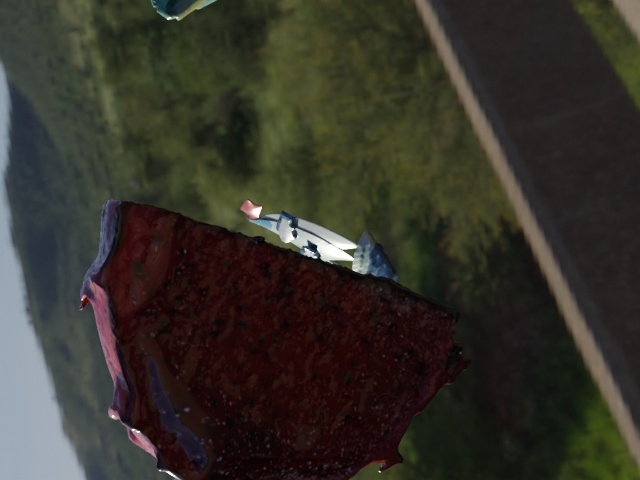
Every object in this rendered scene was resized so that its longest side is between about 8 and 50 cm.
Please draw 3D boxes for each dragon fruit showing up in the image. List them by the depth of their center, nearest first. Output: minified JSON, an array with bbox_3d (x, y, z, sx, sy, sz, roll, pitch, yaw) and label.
[{"bbox_3d":[-0.042,0.065,0.872,0.163,0.262,0.189,-63,29,19],"label":"dragon fruit"}]

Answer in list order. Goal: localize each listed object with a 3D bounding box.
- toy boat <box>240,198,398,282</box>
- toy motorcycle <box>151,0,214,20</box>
[{"bbox_3d":[0.008,0.000,1.179,0.149,0.034,0.105,43,152,-10],"label":"toy boat"},{"bbox_3d":[-0.036,-0.300,1.166,0.109,0.296,0.198,54,-179,17],"label":"toy motorcycle"}]
